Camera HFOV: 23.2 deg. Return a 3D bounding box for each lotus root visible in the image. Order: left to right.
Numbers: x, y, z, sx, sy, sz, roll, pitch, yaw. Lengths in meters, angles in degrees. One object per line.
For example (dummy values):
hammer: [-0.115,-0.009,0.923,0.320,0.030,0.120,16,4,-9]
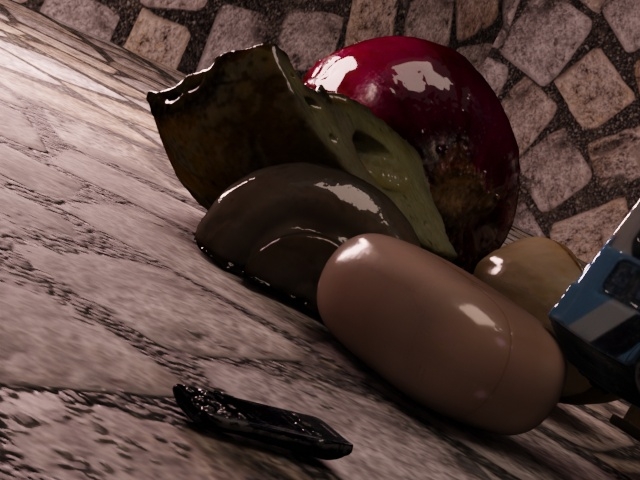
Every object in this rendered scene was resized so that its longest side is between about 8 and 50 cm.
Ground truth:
lotus root: [-0.013,-0.043,1.397,0.210,0.142,0.314,-26,-33,37]

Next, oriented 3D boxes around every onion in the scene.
onion: [0.105,-0.119,1.934,0.337,0.260,0.282,22,2,-28]

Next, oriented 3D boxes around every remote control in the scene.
remote control: [-0.029,0.090,0.761,0.096,0.014,0.039,20,9,-38]

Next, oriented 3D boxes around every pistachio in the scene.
pistachio: [0.193,0.071,1.313,0.124,0.124,0.185,21,11,-42]

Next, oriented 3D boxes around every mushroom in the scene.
mushroom: [0.000,0.000,1.233,0.188,0.117,0.141,22,-5,-2]

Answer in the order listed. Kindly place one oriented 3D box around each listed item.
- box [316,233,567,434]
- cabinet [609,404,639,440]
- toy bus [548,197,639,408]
box: [0.082,0.063,1.081,0.146,0.088,0.200,22,7,-35]
cabinet: [0.350,0.118,1.183,0.148,0.174,0.215,30,-1,36]
toy bus: [0.303,0.094,1.017,0.297,0.131,0.106,28,-14,27]
